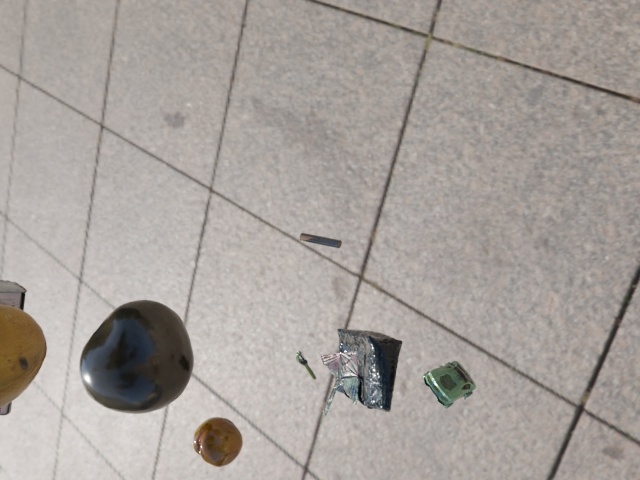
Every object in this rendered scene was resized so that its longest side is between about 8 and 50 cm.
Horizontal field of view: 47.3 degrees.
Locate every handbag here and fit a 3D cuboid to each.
[{"bbox_3d":[0.105,0.302,1.736,0.270,0.088,0.175,180,98,-67],"label":"handbag"}]

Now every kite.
[{"bbox_3d":[0.033,0.270,1.405,0.137,0.005,0.153,51,120,41],"label":"kite"}]

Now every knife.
[{"bbox_3d":[-0.041,0.345,2.012,0.026,0.184,0.022,-19,54,5],"label":"knife"}]

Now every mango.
[{"bbox_3d":[-0.486,0.172,1.008,0.157,0.262,0.109,39,113,7],"label":"mango"}]

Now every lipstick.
[{"bbox_3d":[0.000,0.000,1.511,0.094,0.019,0.019,11,105,31],"label":"lipstick"}]

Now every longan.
[{"bbox_3d":[-0.395,0.257,1.572,0.246,0.246,0.215,63,160,14],"label":"longan"}]

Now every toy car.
[{"bbox_3d":[0.291,0.306,1.607,0.058,0.186,0.093,-48,67,26],"label":"toy car"}]

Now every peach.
[{"bbox_3d":[-0.289,0.557,2.032,0.138,0.138,0.138,9,104,41],"label":"peach"}]

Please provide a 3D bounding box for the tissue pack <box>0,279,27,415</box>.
[{"bbox_3d":[-0.621,0.182,1.254,0.124,0.185,0.225,15,98,51],"label":"tissue pack"}]
